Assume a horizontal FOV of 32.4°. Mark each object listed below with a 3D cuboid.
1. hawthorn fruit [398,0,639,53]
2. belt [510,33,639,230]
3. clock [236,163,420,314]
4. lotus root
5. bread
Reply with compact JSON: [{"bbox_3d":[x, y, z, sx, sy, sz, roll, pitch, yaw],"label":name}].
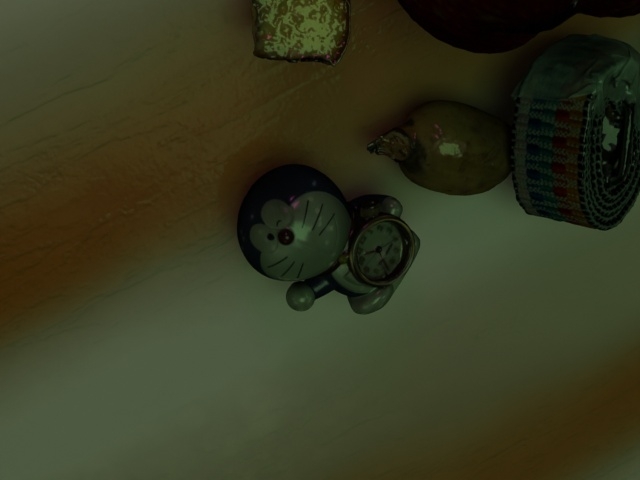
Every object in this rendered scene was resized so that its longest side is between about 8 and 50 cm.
[{"bbox_3d":[0.237,-0.422,1.258,0.402,0.403,0.403,-6,112,-14],"label":"hawthorn fruit"},{"bbox_3d":[0.359,-0.149,1.488,0.207,0.150,0.258,-11,109,-48],"label":"belt"},{"bbox_3d":[0.000,0.000,1.483,0.243,0.146,0.200,27,96,-28],"label":"clock"},{"bbox_3d":[0.172,-0.126,1.497,0.220,0.118,0.125,8,91,-26],"label":"lotus root"},{"bbox_3d":[-0.030,-0.348,1.344,0.129,0.134,0.260,-3,107,-3],"label":"bread"}]
